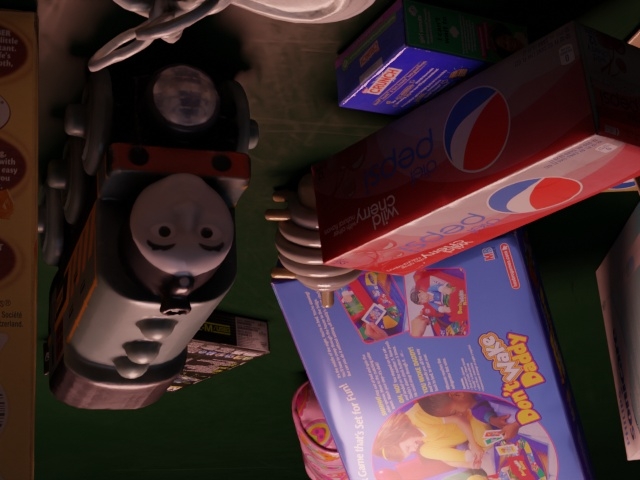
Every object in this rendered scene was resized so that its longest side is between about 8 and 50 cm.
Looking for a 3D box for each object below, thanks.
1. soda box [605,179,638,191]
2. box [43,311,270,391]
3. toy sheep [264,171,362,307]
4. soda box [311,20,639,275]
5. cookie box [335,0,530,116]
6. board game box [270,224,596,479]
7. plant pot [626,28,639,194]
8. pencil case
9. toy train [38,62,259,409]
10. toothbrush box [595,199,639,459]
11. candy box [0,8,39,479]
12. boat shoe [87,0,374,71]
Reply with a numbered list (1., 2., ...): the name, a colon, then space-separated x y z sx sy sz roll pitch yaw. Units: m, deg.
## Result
1. soda box: 0.265 -0.078 0.999 0.181 0.061 0.058 -3 157 -7
2. box: -0.186 0.123 1.421 0.191 0.045 0.184 14 154 -41
3. toy sheep: 0.000 0.000 1.089 0.091 0.091 0.132 -5 123 0
4. soda box: 0.112 -0.054 0.885 0.092 0.083 0.263 10 155 -40
5. cookie box: 0.078 -0.122 0.872 0.107 0.040 0.092 6 157 -30
6. board game box: 0.120 0.141 1.221 0.233 0.078 0.347 -12 118 16
7. plant pot: 0.280 -0.102 0.897 0.096 0.109 0.109 -10 161 -23
8. pencil case: 0.027 0.268 1.729 0.124 0.124 0.284 -5 157 0
9. toy train: -0.136 0.005 0.940 0.142 0.190 0.334 3 157 -21
10. toothbrush box: 0.368 0.073 1.194 0.126 0.216 0.295 -4 157 -3
11. candy box: -0.230 0.030 0.809 0.088 0.316 0.183 3 157 -16
12. boat shoe: -0.083 -0.155 0.600 0.136 0.156 0.367 -18 155 29
